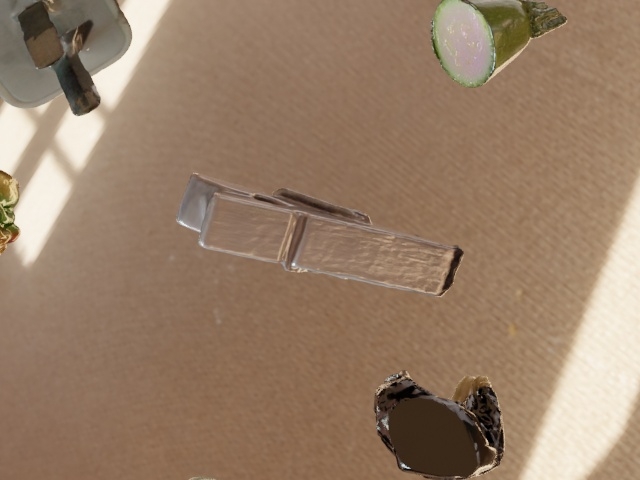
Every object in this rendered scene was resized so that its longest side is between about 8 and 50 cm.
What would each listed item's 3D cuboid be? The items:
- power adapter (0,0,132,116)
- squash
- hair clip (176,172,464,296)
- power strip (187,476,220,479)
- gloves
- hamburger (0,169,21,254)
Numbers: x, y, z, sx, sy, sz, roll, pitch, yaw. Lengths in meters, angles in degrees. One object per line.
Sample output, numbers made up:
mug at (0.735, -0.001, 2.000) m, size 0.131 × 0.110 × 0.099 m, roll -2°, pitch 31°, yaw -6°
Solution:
power adapter at (-0.231, -0.185, 1.013) m, size 0.125 × 0.130 × 0.205 m, roll -30°, pitch 52°, yaw -2°
squash at (0.202, -0.238, 1.372) m, size 0.132 × 0.105 × 0.105 m, roll -26°, pitch 24°, yaw -27°
hair clip at (0.001, -0.004, 1.422) m, size 0.101 × 0.331 × 0.085 m, roll 40°, pitch 111°, yaw 56°
power strip at (-0.133, 0.491, 1.698) m, size 0.161 × 0.357 × 0.357 m, roll -41°, pitch 37°, yaw 11°
gloves at (0.133, 0.197, 1.363) m, size 0.164 × 0.203 × 0.124 m, roll 27°, pitch 92°, yaw 21°
hamburger at (-0.514, -0.026, 1.671) m, size 0.237 × 0.237 × 0.148 m, roll -10°, pitch 71°, yaw 46°
